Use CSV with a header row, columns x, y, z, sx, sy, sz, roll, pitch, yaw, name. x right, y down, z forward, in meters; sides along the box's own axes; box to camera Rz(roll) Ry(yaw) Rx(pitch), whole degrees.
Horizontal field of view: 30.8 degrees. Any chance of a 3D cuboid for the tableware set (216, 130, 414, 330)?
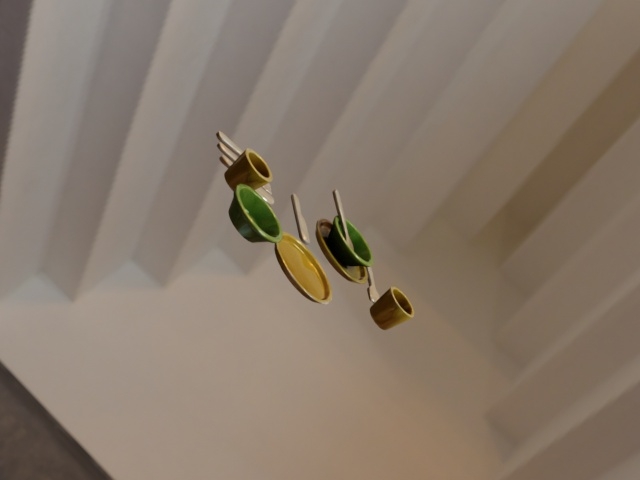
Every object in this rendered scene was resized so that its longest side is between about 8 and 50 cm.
x,y,z,sx,sy,sz,roll,pitch,yaw,name
0.000,0.000,0.665,0.024,0.154,0.104,-36,-144,18,tableware set
